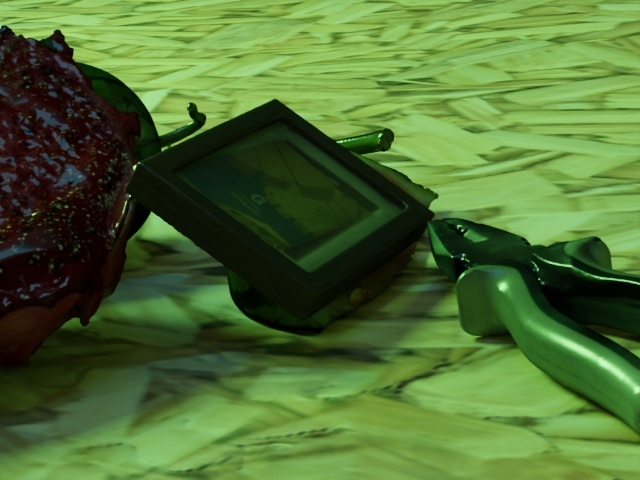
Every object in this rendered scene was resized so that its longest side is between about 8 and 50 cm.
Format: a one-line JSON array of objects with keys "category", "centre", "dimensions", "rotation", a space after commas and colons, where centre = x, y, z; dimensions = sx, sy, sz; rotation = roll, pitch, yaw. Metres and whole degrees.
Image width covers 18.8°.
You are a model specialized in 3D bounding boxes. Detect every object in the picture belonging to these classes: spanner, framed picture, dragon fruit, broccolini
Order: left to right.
[{"category": "dragon fruit", "centre": [-0.202, -0.005, 1.117], "dimensions": [0.189, 0.163, 0.261], "rotation": [-32, 19, 45]}, {"category": "broccolini", "centre": [-0.034, -0.062, 1.355], "dimensions": [0.044, 0.042, 0.218], "rotation": [-20, 8, -41]}, {"category": "framed picture", "centre": [-0.019, -0.022, 1.129], "dimensions": [0.128, 0.023, 0.168], "rotation": [36, 28, 13]}, {"category": "spanner", "centre": [0.130, 0.032, 1.025], "dimensions": [0.096, 0.040, 0.325], "rotation": [-14, 19, -18]}]

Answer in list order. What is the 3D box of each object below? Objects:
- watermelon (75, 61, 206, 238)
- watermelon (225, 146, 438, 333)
[{"category": "watermelon", "centre": [-0.161, -0.052, 1.285], "dimensions": [0.187, 0.140, 0.141], "rotation": [-11, 15, -32]}, {"category": "watermelon", "centre": [0.002, -0.005, 1.200], "dimensions": [0.119, 0.063, 0.245], "rotation": [11, 21, 15]}]
